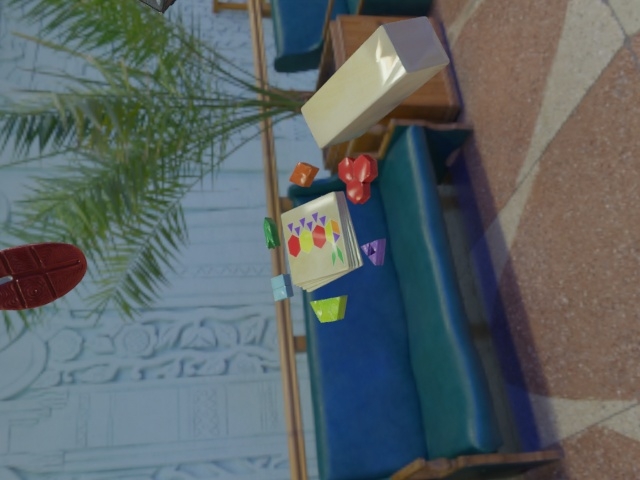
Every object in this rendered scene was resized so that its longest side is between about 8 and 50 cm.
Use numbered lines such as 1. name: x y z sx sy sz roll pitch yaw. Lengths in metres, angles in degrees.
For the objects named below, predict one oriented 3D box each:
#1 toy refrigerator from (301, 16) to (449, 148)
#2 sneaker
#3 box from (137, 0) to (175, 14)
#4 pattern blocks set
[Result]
1. toy refrigerator: 0.081 -0.260 1.129 0.269 0.102 0.094 -32 82 56
2. sneaker: -0.409 0.038 0.848 0.128 0.221 0.087 -135 31 -62
3. box: -0.122 -0.467 0.817 0.295 0.073 0.293 -56 6 48
4. pattern blocks set: 0.000 0.000 1.181 0.324 0.026 0.286 -6 88 52
